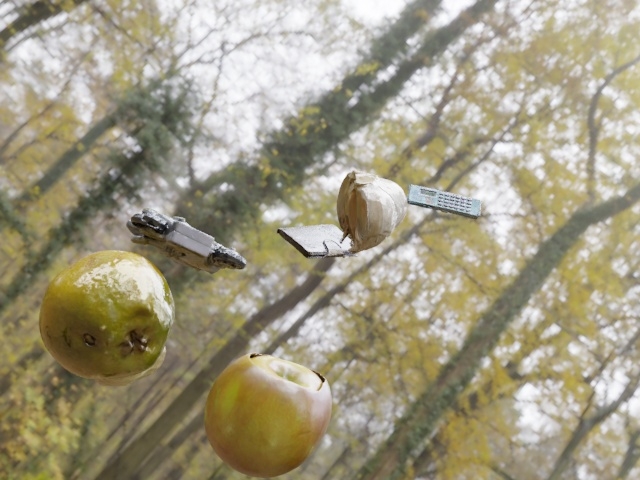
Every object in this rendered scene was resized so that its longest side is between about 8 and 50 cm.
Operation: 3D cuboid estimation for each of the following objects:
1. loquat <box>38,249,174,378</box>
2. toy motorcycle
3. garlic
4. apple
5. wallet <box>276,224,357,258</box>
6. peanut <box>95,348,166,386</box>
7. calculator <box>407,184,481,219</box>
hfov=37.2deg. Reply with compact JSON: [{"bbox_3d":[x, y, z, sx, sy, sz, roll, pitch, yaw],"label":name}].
[{"bbox_3d":[-0.348,0.112,1.528,0.246,0.213,0.213,28,-24,48],"label":"loquat"},{"bbox_3d":[-0.249,0.008,1.745,0.225,0.073,0.152,24,-15,-16],"label":"toy motorcycle"},{"bbox_3d":[0.120,-0.068,2.167,0.229,0.142,0.178,-132,-136,-60],"label":"garlic"},{"bbox_3d":[-0.088,0.301,1.687,0.237,0.237,0.207,36,-64,15],"label":"apple"},{"bbox_3d":[0.000,0.000,2.403,0.122,0.031,0.232,40,23,27],"label":"wallet"},{"bbox_3d":[-0.470,0.273,2.320,0.158,0.174,0.340,31,7,14],"label":"peanut"},{"bbox_3d":[0.286,-0.089,2.192,0.172,0.057,0.018,13,-34,3],"label":"calculator"}]
